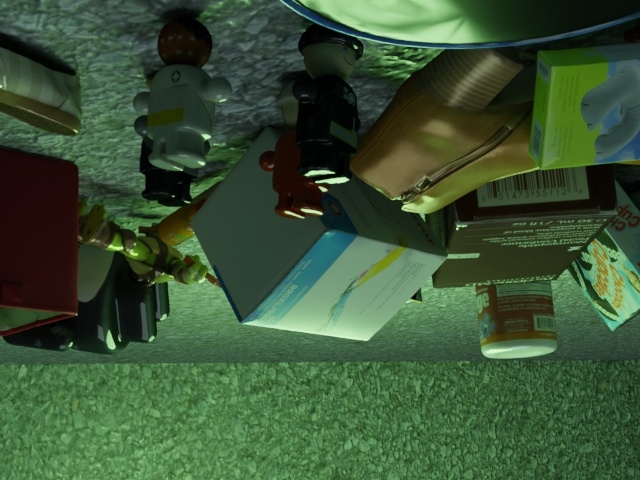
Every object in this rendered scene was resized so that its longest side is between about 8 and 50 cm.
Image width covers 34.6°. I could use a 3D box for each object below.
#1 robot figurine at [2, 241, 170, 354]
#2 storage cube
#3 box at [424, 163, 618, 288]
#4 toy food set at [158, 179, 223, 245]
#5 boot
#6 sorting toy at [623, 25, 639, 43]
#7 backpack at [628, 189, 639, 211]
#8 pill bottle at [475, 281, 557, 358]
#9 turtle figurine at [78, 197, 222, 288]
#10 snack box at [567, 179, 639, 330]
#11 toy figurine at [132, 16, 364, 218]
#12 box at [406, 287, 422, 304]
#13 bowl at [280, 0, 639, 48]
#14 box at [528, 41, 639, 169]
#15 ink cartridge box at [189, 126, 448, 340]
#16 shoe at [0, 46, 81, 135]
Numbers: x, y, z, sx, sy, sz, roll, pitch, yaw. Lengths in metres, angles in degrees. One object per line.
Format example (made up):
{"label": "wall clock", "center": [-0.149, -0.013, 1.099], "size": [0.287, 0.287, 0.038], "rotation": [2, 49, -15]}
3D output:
{"label": "robot figurine", "center": [-0.371, 0.082, 1.551], "size": [0.278, 0.174, 0.209], "rotation": [6, 172, 9]}
{"label": "storage cube", "center": [-0.420, 0.002, 1.237], "size": [0.183, 0.193, 0.215], "rotation": [-16, 160, 42]}
{"label": "box", "center": [0.243, -0.041, 1.338], "size": [0.191, 0.143, 0.381], "rotation": [-4, 168, 2]}
{"label": "toy food set", "center": [-0.087, -0.020, 1.374], "size": [0.232, 0.111, 0.104], "rotation": [23, 152, -27]}
{"label": "boot", "center": [0.187, -0.096, 1.055], "size": [0.295, 0.104, 0.211], "rotation": [19, 134, -31]}
{"label": "sorting toy", "center": [0.418, -0.175, 1.027], "size": [0.132, 0.046, 0.274], "rotation": [-16, 161, 40]}
{"label": "backpack", "center": [0.524, -0.018, 1.536], "size": [0.152, 0.115, 0.182], "rotation": [-27, 159, 25]}
{"label": "pill bottle", "center": [0.309, 0.075, 1.651], "size": [0.121, 0.216, 0.121], "rotation": [-3, 165, -1]}
{"label": "turtle figurine", "center": [-0.248, 0.014, 1.448], "size": [0.217, 0.087, 0.269], "rotation": [26, -174, -33]}
{"label": "snack box", "center": [0.424, 0.020, 1.513], "size": [0.060, 0.187, 0.322], "rotation": [-33, 165, -3]}
{"label": "toy figurine", "center": [-0.070, -0.117, 0.966], "size": [0.209, 0.148, 0.213], "rotation": [5, 167, -8]}
{"label": "box", "center": [0.097, 0.006, 1.418], "size": [0.059, 0.169, 0.054], "rotation": [-12, 164, 30]}
{"label": "bowl", "center": [0.128, -0.232, 0.668], "size": [0.391, 0.077, 0.391], "rotation": [-3, 166, -1]}
{"label": "box", "center": [0.286, -0.127, 0.946], "size": [0.178, 0.042, 0.109], "rotation": [-7, 123, -7]}
{"label": "ink cartridge box", "center": [0.000, 0.000, 1.255], "size": [0.232, 0.171, 0.168], "rotation": [13, 127, -47]}
{"label": "shoe", "center": [-0.307, -0.155, 0.937], "size": [0.076, 0.058, 0.219], "rotation": [11, 174, 39]}
